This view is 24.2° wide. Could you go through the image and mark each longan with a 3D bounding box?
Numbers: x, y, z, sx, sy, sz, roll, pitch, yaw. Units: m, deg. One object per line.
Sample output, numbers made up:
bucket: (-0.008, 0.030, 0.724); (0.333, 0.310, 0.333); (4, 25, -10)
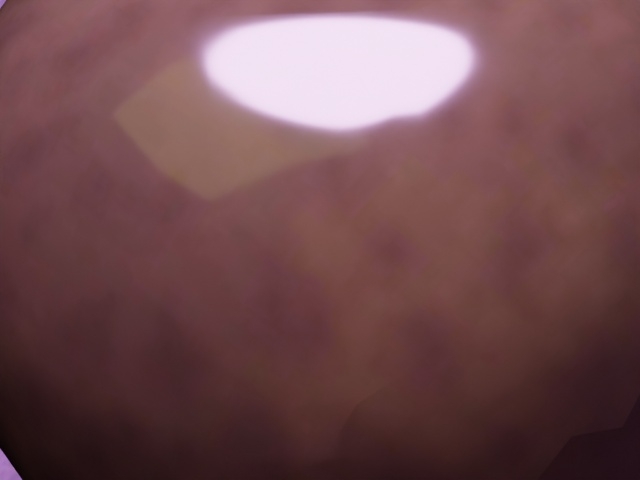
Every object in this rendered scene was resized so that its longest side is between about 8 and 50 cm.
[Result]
longan: (0.000, 0.000, 0.705); (0.404, 0.336, 0.404); (0, 90, 42)

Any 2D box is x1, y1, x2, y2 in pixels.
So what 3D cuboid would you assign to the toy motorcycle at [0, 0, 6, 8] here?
toy motorcycle: (-0.262, -0.151, 1.268); (0.100, 0.058, 0.173); (0, 55, 47)
